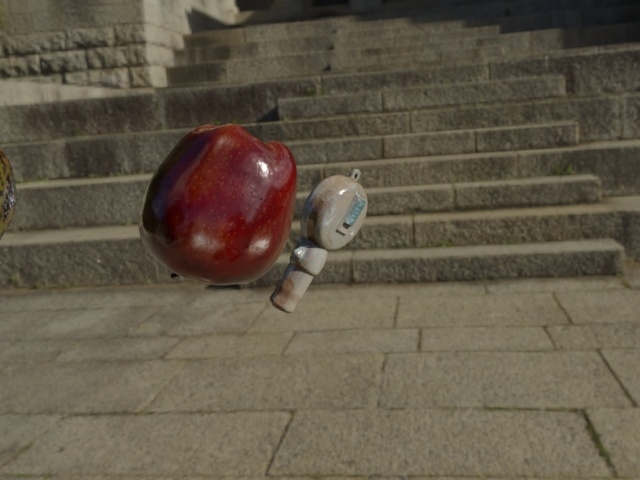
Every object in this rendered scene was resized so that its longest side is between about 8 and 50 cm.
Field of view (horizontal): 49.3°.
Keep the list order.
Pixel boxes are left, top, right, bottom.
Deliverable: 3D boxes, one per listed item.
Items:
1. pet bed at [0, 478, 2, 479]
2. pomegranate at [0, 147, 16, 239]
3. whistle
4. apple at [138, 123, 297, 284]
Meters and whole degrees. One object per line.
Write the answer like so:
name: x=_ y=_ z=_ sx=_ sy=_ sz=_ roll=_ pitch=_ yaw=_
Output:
pet bed: x=-0.399 y=0.222 z=0.616 sx=0.159 sy=0.183 sz=0.211 roll=-44 pitch=2 yaw=-28
pomegranate: x=-0.550 y=-0.015 z=0.962 sx=0.285 sy=0.340 sz=0.285 roll=-9 pitch=22 yaw=4
whistle: x=0.000 y=0.000 z=0.956 sx=0.057 sy=0.220 sz=0.107 roll=32 pitch=2 yaw=33
apple: x=-0.185 y=-0.059 z=1.330 sx=0.288 sy=0.316 sz=0.288 roll=22 pitch=-4 yaw=2
